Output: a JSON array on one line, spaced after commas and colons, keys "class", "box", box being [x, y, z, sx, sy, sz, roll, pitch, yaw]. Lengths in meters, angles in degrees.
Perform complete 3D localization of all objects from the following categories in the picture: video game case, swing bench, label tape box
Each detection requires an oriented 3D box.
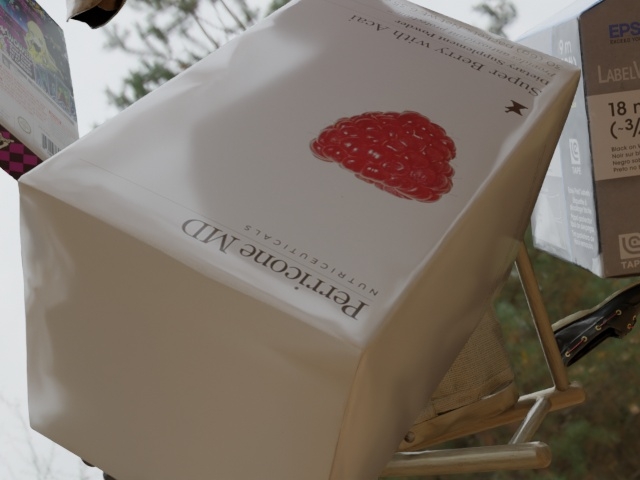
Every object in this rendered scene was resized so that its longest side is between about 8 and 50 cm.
[{"class": "video game case", "box": [-0.285, -0.167, 0.826, 0.041, 0.210, 0.232, -23, -33, 11]}, {"class": "swing bench", "box": [0.046, 0.060, 0.805, 0.254, 0.253, 0.165, -17, 2, 26]}, {"class": "label tape box", "box": [0.260, -0.148, 0.928, 0.105, 0.334, 0.240, -7, 6, -1]}]

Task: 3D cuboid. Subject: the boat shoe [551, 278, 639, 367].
[{"class": "boat shoe", "box": [0.275, 0.074, 0.924, 0.133, 0.042, 0.049, -30, -27, 3]}]

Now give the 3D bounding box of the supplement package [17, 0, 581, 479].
[{"class": "supplement package", "box": [0.000, 0.000, 0.550, 0.293, 0.177, 0.175, -47, -24, -46]}]

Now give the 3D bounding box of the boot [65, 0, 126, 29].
[{"class": "boot", "box": [-0.235, -0.344, 1.221, 0.112, 0.115, 0.305, 14, -15, -34]}]

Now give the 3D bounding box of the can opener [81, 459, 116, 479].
[{"class": "can opener", "box": [-0.191, 0.168, 1.134, 0.283, 0.076, 0.095, -54, -11, 12]}]
